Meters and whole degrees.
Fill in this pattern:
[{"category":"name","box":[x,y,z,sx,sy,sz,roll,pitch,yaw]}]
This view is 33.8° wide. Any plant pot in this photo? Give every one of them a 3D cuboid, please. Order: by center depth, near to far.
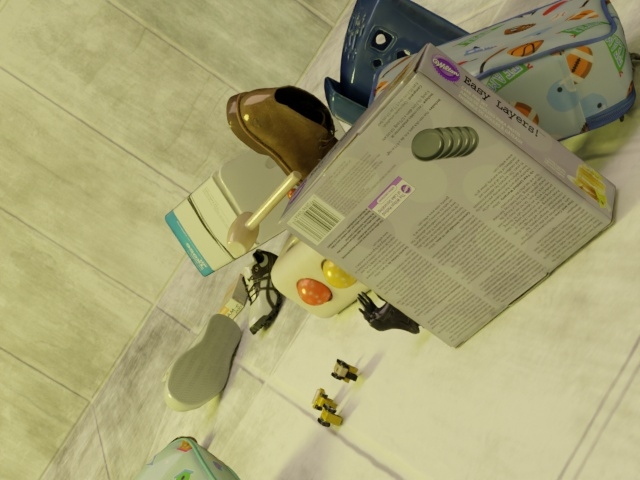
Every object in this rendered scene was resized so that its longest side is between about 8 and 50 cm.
[{"category":"plant pot","box":[0.135,-0.262,1.679,0.212,0.235,0.236,-61,11,12]}]

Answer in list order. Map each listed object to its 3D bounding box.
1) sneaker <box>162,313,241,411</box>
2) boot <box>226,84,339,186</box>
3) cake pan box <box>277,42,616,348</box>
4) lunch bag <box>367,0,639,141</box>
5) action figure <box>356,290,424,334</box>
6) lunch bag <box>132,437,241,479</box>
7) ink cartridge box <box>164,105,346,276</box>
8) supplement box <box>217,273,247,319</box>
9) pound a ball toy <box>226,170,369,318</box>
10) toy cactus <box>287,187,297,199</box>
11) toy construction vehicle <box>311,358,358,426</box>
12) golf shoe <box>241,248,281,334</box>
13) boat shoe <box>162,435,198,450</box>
[{"category":"sneaker","box":[-0.259,0.283,2.095,0.169,0.108,0.292,-51,3,29]},{"category":"boot","box":[-0.012,-0.162,1.728,0.115,0.305,0.112,-16,61,34]},{"category":"cake pan box","box":[0.120,-0.031,1.074,0.267,0.245,0.070,-48,11,40]},{"category":"lunch bag","box":[0.207,-0.177,1.187,0.303,0.115,0.243,-16,22,16]},{"category":"action figure","box":[0.139,-0.018,1.224,0.276,0.141,0.164,-52,1,27]},{"category":"lunch bag","box":[-0.199,0.409,1.325,0.279,0.108,0.224,-50,34,-3]},{"category":"ink cartridge box","box":[-0.118,-0.090,2.121,0.285,0.166,0.395,-34,3,-23]},{"category":"supplement box","box":[-0.191,0.129,2.365,0.062,0.036,0.098,-48,14,32]},{"category":"pound a ball toy","box":[0.000,0.000,1.547,0.319,0.208,0.136,-40,21,51]},{"category":"toy cactus","box":[0.044,-0.055,1.743,0.180,0.112,0.219,-26,-16,16]},{"category":"toy construction vehicle","box":[0.022,0.200,1.375,0.098,0.035,0.086,-177,109,-79]},{"category":"golf shoe","box":[-0.121,0.098,2.045,0.077,0.094,0.198,-45,18,38]},{"category":"boat shoe","box":[-0.280,0.430,1.836,0.207,0.073,0.073,-62,12,-26]}]
